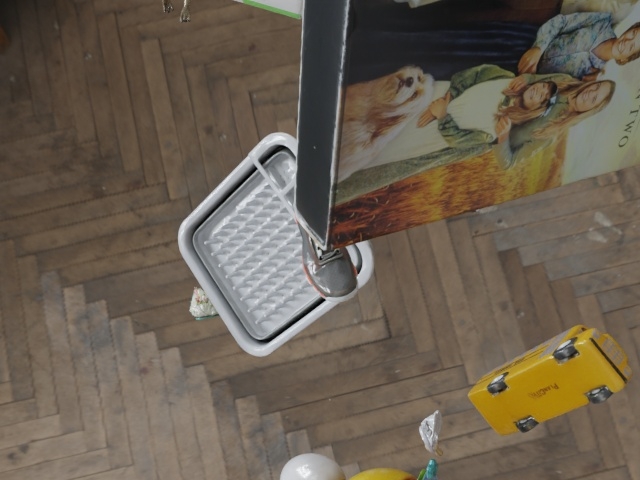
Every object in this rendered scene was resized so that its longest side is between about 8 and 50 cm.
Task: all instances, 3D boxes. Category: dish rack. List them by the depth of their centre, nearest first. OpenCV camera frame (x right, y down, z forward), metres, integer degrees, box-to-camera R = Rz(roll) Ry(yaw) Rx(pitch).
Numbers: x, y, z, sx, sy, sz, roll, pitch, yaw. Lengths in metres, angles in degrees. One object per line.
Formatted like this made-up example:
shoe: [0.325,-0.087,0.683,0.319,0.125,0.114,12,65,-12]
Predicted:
dish rack: [-0.073,0.010,1.206,0.333,0.072,0.286,-39,81,31]

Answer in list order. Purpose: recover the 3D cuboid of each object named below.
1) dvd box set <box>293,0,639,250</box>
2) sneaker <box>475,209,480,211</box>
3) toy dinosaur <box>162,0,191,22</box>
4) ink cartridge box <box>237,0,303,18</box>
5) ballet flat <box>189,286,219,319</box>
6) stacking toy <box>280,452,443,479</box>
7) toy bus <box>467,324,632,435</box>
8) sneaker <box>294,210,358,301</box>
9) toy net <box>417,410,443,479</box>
dvd box set: [0.184,-0.172,0.524,0.420,0.308,0.062,-15,42,-24]
sneaker: [0.281,-0.157,1.518,0.110,0.292,0.118,10,68,37]
toy dinosaur: [-0.126,-0.260,0.635,0.053,0.183,0.093,5,73,-19]
ink cartridge box: [-0.088,-0.524,1.260,0.198,0.115,0.273,16,43,1]
ballet flat: [-0.179,0.126,1.618,0.240,0.091,0.077,-7,91,-26]
stacking toy: [0.127,0.496,1.179,0.479,0.350,0.351,23,77,36]
toy bus: [0.418,0.256,1.308,0.130,0.333,0.108,-32,81,-41]
sneaker: [0.000,0.000,0.860,0.061,0.065,0.158,-20,62,-6]
toy net: [0.221,0.465,1.494,0.045,0.122,0.232,7,111,27]
